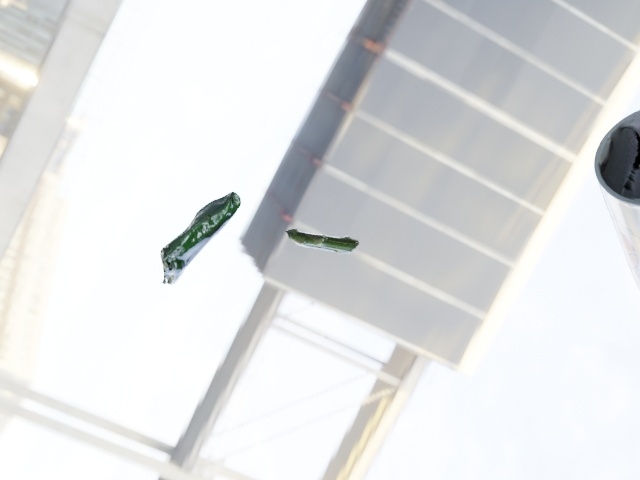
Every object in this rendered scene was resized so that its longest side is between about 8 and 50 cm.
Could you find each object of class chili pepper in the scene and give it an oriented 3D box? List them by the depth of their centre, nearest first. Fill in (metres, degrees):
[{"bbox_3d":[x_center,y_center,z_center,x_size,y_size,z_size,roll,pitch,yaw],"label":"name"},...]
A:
[{"bbox_3d":[-0.227,-0.011,2.236,0.216,0.062,0.108,-49,-175,-10],"label":"chili pepper"}]

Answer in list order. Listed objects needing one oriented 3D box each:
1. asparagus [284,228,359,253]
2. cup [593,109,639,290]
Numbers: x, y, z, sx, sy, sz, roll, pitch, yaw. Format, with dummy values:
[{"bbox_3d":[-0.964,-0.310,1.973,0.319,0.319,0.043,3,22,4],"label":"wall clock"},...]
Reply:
[{"bbox_3d":[0.000,0.000,1.701,0.025,0.108,0.021,-106,-151,-58],"label":"asparagus"},{"bbox_3d":[0.570,-0.033,1.906,0.212,0.317,0.212,-16,-136,16],"label":"cup"}]
